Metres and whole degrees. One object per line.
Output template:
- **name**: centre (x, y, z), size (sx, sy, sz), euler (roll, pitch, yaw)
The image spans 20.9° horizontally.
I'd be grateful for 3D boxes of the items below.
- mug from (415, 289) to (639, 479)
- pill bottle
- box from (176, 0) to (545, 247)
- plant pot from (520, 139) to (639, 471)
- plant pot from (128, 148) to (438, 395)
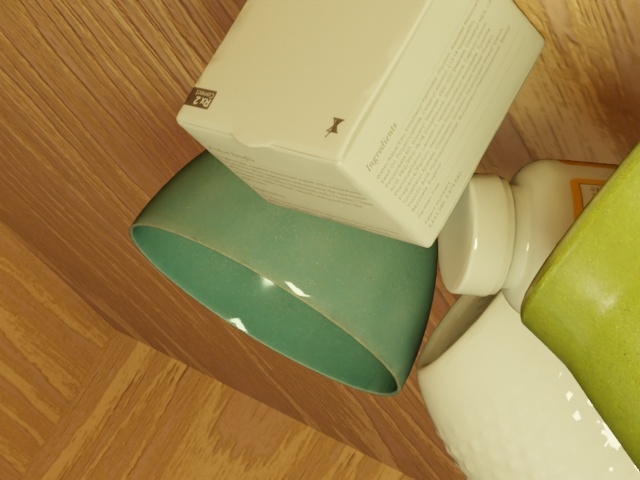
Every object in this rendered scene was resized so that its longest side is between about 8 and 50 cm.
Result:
- **mug**: centre (0.281, 0.128, 1.453), size (0.328, 0.276, 0.374), euler (39, 135, -4)
- **pill bottle**: centre (0.196, 0.002, 1.248), size (0.208, 0.117, 0.117), euler (4, 171, -13)
- **box**: centre (0.027, -0.113, 1.233), size (0.181, 0.182, 0.119), euler (17, 162, 46)
- **plant pot**: centre (0.319, 0.063, 0.990), size (0.353, 0.366, 0.366), euler (41, 168, 11)
- **plant pot**: centre (-0.005, -0.013, 1.621), size (0.290, 0.195, 0.290), euler (29, 166, 8)
